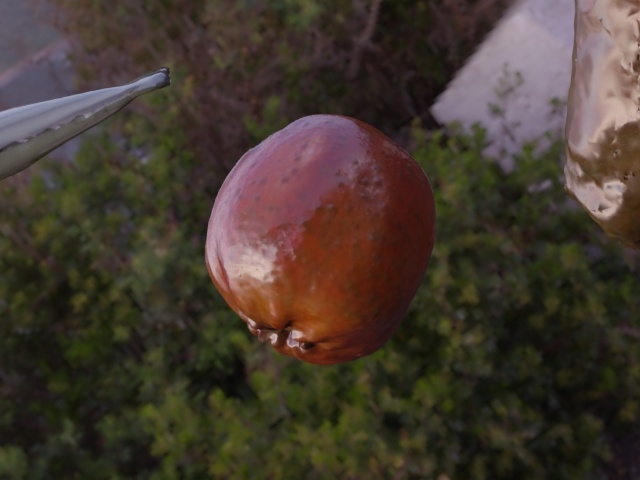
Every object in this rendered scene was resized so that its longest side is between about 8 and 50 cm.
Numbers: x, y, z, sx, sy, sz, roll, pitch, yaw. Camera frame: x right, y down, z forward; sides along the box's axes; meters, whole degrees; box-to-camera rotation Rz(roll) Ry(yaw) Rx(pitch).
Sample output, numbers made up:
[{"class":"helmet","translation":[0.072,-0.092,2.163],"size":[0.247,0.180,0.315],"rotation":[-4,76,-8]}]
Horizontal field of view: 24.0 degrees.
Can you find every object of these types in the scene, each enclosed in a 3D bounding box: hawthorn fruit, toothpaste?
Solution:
[{"class":"hawthorn fruit","translation":[0.000,0.000,0.745],"size":[0.128,0.128,0.128],"rotation":[-33,18,12]},{"class":"toothpaste","translation":[-0.174,-0.015,0.556],"size":[0.255,0.037,0.067],"rotation":[-21,7,-2]}]

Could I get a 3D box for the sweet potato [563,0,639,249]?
[{"class":"sweet potato","translation":[0.072,-0.114,0.300],"size":[0.075,0.273,0.075],"rotation":[-6,40,5]}]
